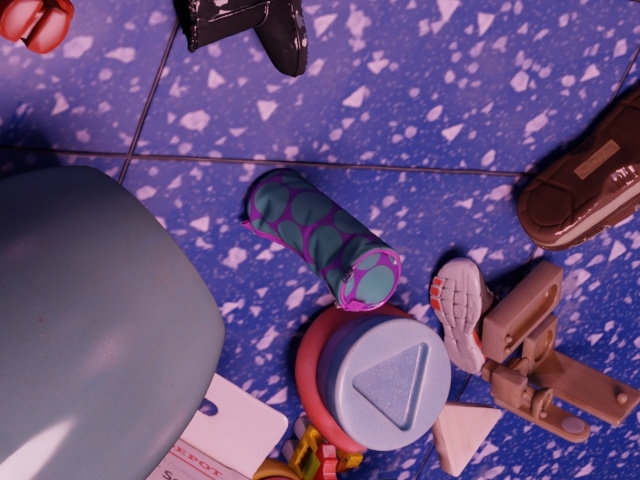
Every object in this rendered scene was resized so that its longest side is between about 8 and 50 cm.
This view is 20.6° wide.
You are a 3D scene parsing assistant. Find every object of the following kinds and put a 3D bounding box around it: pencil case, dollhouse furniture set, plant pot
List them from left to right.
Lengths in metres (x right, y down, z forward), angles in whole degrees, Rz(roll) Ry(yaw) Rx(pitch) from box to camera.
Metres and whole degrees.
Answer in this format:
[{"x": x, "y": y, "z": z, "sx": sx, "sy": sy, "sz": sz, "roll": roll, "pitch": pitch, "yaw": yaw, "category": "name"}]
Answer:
[{"x": -0.219, "y": 0.081, "z": 1.389, "sx": 0.235, "sy": 0.293, "sz": 0.293, "roll": -40, "pitch": 141, "yaw": -18, "category": "plant pot"}, {"x": 0.000, "y": 0.000, "z": 1.543, "sx": 0.070, "sy": 0.151, "sz": 0.064, "roll": -51, "pitch": 141, "yaw": 1, "category": "pencil case"}, {"x": 0.252, "y": 0.122, "z": 1.808, "sx": 0.144, "sy": 0.123, "sz": 0.151, "roll": -40, "pitch": 145, "yaw": -38, "category": "dollhouse furniture set"}]

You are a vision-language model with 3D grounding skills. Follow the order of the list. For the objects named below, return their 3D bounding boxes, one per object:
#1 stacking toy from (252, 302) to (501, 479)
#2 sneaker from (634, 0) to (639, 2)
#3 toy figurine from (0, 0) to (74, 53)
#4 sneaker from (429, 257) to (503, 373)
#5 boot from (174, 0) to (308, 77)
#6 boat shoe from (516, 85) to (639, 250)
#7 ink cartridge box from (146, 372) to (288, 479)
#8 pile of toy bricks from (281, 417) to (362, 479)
[{"x": 0.066, "y": 0.233, "z": 1.717, "sx": 0.279, "sy": 0.130, "sz": 0.309, "roll": 32, "pitch": 84, "yaw": -33, "category": "stacking toy"}, {"x": 0.252, "y": -0.280, "z": 1.431, "sx": 0.483, "sy": 0.185, "sz": 0.202, "roll": -5, "pitch": 126, "yaw": -29, "category": "sneaker"}, {"x": -0.166, "y": -0.256, "z": 1.214, "sx": 0.213, "sy": 0.148, "sz": 0.209, "roll": -21, "pitch": 130, "yaw": -13, "category": "toy figurine"}, {"x": 0.154, "y": 0.064, "z": 1.790, "sx": 0.065, "sy": 0.061, "sz": 0.158, "roll": -44, "pitch": 147, "yaw": -29, "category": "sneaker"}, {"x": -0.064, "y": -0.175, "z": 1.421, "sx": 0.099, "sy": 0.045, "sz": 0.121, "roll": -20, "pitch": 129, "yaw": -20, "category": "boot"}, {"x": 0.309, "y": -0.079, "z": 1.734, "sx": 0.257, "sy": 0.095, "sz": 0.095, "roll": -32, "pitch": 153, "yaw": 5, "category": "boat shoe"}, {"x": -0.203, "y": 0.267, "z": 1.607, "sx": 0.207, "sy": 0.119, "sz": 0.353, "roll": 32, "pitch": 111, "yaw": -5, "category": "ink cartridge box"}, {"x": -0.003, "y": 0.293, "z": 1.844, "sx": 0.118, "sy": 0.105, "sz": 0.212, "roll": 4, "pitch": 125, "yaw": -36, "category": "pile of toy bricks"}]
